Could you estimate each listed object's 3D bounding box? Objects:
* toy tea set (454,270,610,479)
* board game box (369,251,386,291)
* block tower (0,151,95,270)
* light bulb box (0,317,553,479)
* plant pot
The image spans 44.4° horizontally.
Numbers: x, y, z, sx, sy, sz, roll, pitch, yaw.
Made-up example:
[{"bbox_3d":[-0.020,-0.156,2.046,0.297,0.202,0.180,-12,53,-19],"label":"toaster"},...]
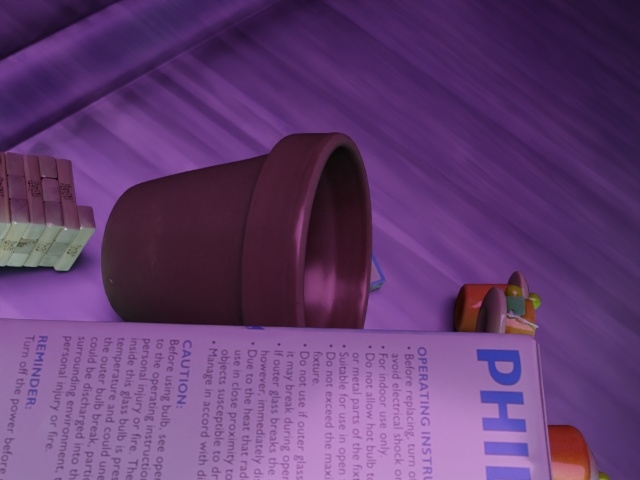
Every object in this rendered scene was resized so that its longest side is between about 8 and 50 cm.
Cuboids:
[{"bbox_3d":[0.218,0.168,0.834,0.124,0.200,0.336,9,59,-2],"label":"toy tea set"},{"bbox_3d":[0.000,0.000,0.942,0.103,0.026,0.154,-16,72,-21],"label":"board game box"},{"bbox_3d":[-0.400,-0.036,0.756,0.335,0.091,0.097,5,57,-36],"label":"block tower"},{"bbox_3d":[-0.042,0.221,0.614,0.361,0.358,0.225,2,66,-2],"label":"light bulb box"},{"bbox_3d":[-0.084,0.019,0.798,0.229,0.263,0.263,3,62,18],"label":"plant pot"}]
